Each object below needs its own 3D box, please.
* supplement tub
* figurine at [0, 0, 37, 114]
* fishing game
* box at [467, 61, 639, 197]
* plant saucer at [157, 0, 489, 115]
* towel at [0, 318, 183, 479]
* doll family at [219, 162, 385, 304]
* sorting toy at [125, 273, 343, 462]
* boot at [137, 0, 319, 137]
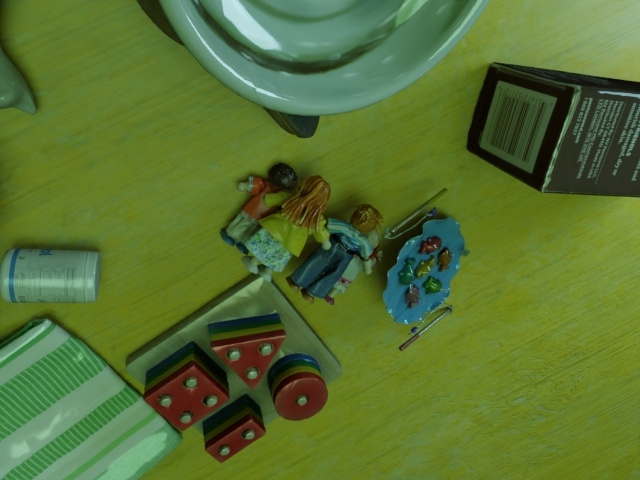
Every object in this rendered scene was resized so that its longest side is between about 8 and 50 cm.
[{"bbox_3d":[-0.346,0.046,0.663,0.107,0.071,0.070,2,115,-19],"label":"supplement tub"},{"bbox_3d":[-0.406,-0.219,0.509,0.215,0.092,0.209,-2,125,-17],"label":"figurine"},{"bbox_3d":[0.174,0.053,0.807,0.189,0.041,0.263,-31,130,-27],"label":"fishing game"},{"bbox_3d":[0.434,-0.152,0.728,0.382,0.191,0.143,2,116,-18],"label":"box"},{"bbox_3d":[0.022,-0.317,0.475,0.401,0.100,0.400,-21,140,-19],"label":"plant saucer"},{"bbox_3d":[-0.397,0.289,0.762,0.248,0.038,0.324,-37,121,-13],"label":"towel"},{"bbox_3d":[0.000,0.000,0.716,0.263,0.118,0.163,33,103,-28],"label":"doll family"},{"bbox_3d":[-0.120,0.219,0.809,0.256,0.089,0.257,-34,120,2],"label":"sorting toy"},{"bbox_3d":[-0.103,-0.238,0.593,0.115,0.112,0.305,-9,136,32],"label":"boot"}]
